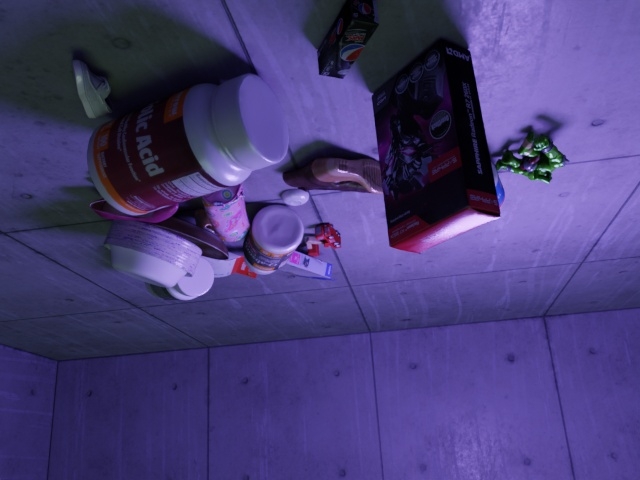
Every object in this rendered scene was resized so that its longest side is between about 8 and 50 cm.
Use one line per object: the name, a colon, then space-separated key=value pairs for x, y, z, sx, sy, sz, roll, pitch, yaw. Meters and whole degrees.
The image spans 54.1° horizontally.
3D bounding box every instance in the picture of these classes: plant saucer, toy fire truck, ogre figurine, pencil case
plant saucer: x=-0.424 y=-0.015 z=1.944 sx=0.311 sy=0.050 sz=0.310 roll=18 pitch=166 yaw=5
toy fire truck: x=0.000 y=0.000 z=2.174 sx=0.135 sy=0.047 sz=0.192 roll=-8 pitch=158 yaw=16
ogre figurine: x=0.554 y=-0.207 z=1.631 sx=0.118 sy=0.096 sz=0.197 roll=26 pitch=140 yaw=-12
pencil case: x=-0.265 y=-0.095 z=1.776 sx=0.124 sy=0.124 sz=0.284 roll=-2 pitch=158 yaw=-3

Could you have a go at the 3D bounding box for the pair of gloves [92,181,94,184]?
pair of gloves: x=-0.513 y=-0.156 z=1.717 sx=0.199 sy=0.023 sz=0.159 roll=-5 pitch=161 yaw=7

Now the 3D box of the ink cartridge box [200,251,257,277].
ink cartridge box: x=-0.342 y=0.094 z=2.270 sx=0.233 sy=0.066 sz=0.189 roll=22 pitch=155 yaw=-5

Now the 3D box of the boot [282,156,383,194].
boot: x=0.047 y=-0.171 z=1.720 sx=0.249 sy=0.090 sz=0.207 roll=14 pitch=165 yaw=-41

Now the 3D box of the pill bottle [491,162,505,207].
pill bottle: x=0.430 y=-0.156 z=1.722 sx=0.124 sy=0.124 sz=0.221 roll=-12 pitch=158 yaw=22

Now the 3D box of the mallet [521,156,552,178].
mallet: x=0.630 y=-0.203 z=1.762 sx=0.062 sy=0.039 sz=0.190 roll=-16 pitch=160 yaw=38

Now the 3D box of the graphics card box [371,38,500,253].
graphics card box: x=0.222 y=-0.184 z=1.268 sx=0.094 sy=0.370 sz=0.233 roll=9 pitch=157 yaw=-31

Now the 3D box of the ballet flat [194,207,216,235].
ballet flat: x=-0.320 y=-0.035 z=1.992 sx=0.080 sy=0.073 sz=0.232 roll=-15 pitch=157 yaw=29

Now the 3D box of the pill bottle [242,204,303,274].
pill bottle: x=-0.161 y=0.007 z=2.008 sx=0.162 sy=0.162 sz=0.278 roll=2 pitch=158 yaw=-15

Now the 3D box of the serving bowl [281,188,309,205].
serving bowl: x=-0.074 y=-0.123 z=1.863 sx=0.084 sy=0.027 sz=0.083 roll=-3 pitch=158 yaw=-1

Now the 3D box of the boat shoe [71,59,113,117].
boat shoe: x=-0.459 y=-0.307 z=1.273 sx=0.063 sy=0.066 sz=0.184 roll=-14 pitch=159 yaw=-13

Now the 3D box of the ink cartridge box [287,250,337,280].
ink cartridge box: x=-0.091 y=0.087 z=2.313 sx=0.186 sy=0.065 sz=0.311 roll=2 pitch=165 yaw=39

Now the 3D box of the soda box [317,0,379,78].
soda box: x=0.048 y=-0.375 z=1.169 sx=0.053 sy=0.060 sz=0.169 roll=4 pitch=158 yaw=-21

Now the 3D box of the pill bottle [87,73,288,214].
pill bottle: x=-0.282 y=-0.203 z=1.344 sx=0.393 sy=0.223 sz=0.224 roll=-15 pitch=157 yaw=26

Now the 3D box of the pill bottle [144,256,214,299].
pill bottle: x=-0.493 y=0.129 z=2.188 sx=0.161 sy=0.161 sz=0.283 roll=11 pitch=170 yaw=-34

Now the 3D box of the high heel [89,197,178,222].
high heel: x=-0.516 y=-0.096 z=1.732 sx=0.244 sy=0.082 sz=0.117 roll=3 pitch=177 yaw=28

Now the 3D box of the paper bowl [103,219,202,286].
paper bowl: x=-0.519 y=0.049 z=1.915 sx=0.285 sy=0.148 sz=0.284 roll=17 pitch=166 yaw=4
